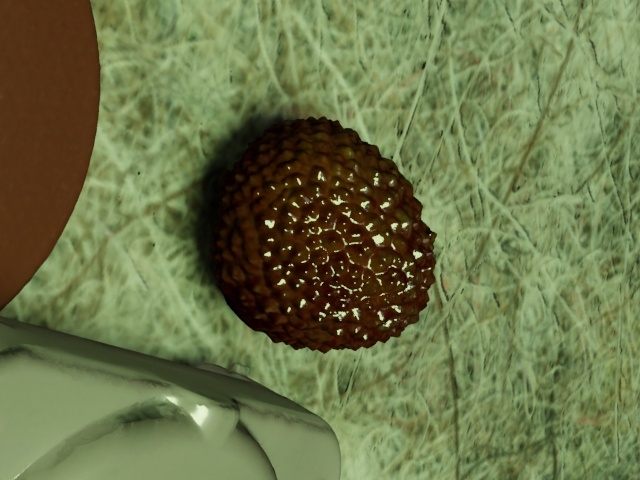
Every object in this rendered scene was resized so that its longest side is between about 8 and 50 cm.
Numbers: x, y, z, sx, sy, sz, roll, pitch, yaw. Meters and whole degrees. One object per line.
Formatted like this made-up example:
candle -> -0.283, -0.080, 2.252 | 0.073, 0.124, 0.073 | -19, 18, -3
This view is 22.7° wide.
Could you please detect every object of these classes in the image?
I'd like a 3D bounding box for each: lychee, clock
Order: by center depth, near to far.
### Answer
clock -> -0.140, 0.200, 0.749 | 0.295, 0.113, 0.322 | 22, 90, -53
lychee -> 0.001, 0.001, 0.857 | 0.129, 0.123, 0.123 | 33, 73, -9

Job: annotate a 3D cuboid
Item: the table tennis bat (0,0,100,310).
table tennis bat -> -0.238, -0.098, 0.628 | 0.414, 0.051, 0.268 | 42, 71, -46
